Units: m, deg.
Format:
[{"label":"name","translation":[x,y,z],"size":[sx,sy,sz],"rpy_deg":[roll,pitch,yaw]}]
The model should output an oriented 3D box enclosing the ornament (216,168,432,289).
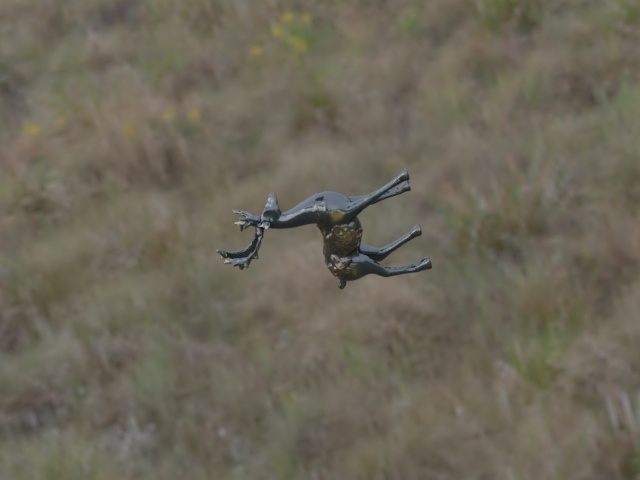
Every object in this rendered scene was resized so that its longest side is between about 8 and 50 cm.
[{"label":"ornament","translation":[0.000,0.000,1.131],"size":[0.125,0.073,0.028],"rpy_deg":[-15,28,-3]}]
